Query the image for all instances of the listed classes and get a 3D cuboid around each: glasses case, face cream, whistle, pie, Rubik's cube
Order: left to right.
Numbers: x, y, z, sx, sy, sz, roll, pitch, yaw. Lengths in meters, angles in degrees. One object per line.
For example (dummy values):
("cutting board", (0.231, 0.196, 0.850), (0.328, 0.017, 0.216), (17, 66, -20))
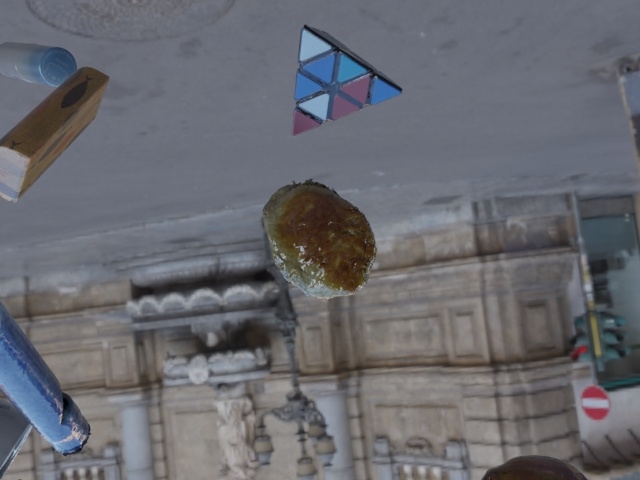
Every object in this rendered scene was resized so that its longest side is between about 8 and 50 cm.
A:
("whistle", (-0.354, 0.169, 0.843), (0.062, 0.062, 0.304), (-7, 139, 0))
("face cream", (-0.577, -0.356, 1.408), (0.077, 0.077, 0.250), (-2, -165, -43))
("glasses case", (-0.275, -0.115, 0.710), (0.041, 0.170, 0.065), (29, 130, -9))
("pie", (0.000, 0.000, 1.038), (0.193, 0.163, 0.079), (38, 155, -13))
("Rubik's cube", (0.024, -0.320, 1.601), (0.250, 0.234, 0.284), (33, -164, -3))

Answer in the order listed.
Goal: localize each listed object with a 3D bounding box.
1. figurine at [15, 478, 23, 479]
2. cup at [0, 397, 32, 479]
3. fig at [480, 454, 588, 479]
("figurine", (-0.595, 0.546, 1.355), (0.081, 0.146, 0.098), (22, 175, 18))
("cup", (-0.674, 0.315, 1.166), (0.317, 0.212, 0.212), (31, 168, -8))
("fig", (0.395, 0.495, 1.221), (0.224, 0.263, 0.224), (-22, -157, 10))
